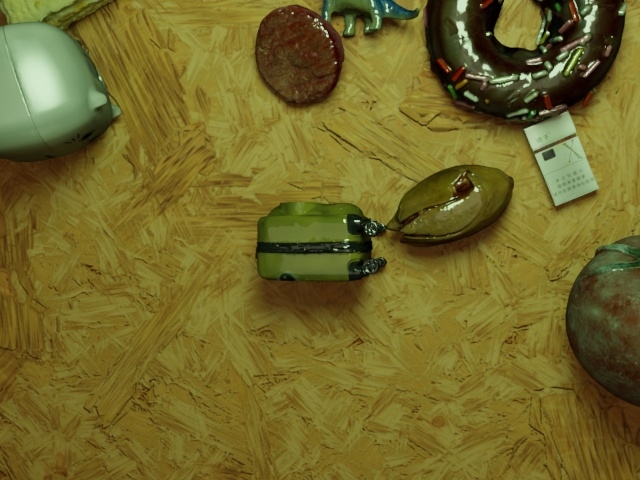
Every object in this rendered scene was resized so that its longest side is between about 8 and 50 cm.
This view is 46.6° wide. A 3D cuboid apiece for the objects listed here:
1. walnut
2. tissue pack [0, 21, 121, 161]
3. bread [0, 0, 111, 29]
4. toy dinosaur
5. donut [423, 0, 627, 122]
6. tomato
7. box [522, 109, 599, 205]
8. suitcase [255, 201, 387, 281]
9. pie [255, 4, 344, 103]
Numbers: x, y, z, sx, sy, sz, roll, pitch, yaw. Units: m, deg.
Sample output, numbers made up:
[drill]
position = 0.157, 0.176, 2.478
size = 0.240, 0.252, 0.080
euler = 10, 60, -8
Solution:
[walnut]
position = 0.236, -0.063, 1.361
size = 0.245, 0.137, 0.137
euler = -23, 96, 18
[tissue pack]
position = -0.509, -0.267, 1.353
size = 0.236, 0.333, 0.229
euler = -18, 97, -7
[bread]
position = -0.535, -0.590, 1.381
size = 0.237, 0.165, 0.375
euler = -23, 96, 18
[toy dinosaur]
position = 0.067, -0.466, 1.334
size = 0.248, 0.075, 0.188
euler = 5, 106, 32
[donut]
position = 0.345, -0.337, 1.289
size = 0.345, 0.136, 0.259
euler = 6, 98, 11
[tomato]
position = 0.577, 0.130, 1.242
size = 0.317, 0.316, 0.282
euler = -5, 118, 11
[box]
position = 0.437, -0.150, 1.352
size = 0.084, 0.040, 0.154
euler = -23, 97, 14
[suitcase]
position = 0.000, 0.000, 1.382
size = 0.235, 0.194, 0.143
euler = 0, 92, 10
[pie]
position = -0.041, -0.342, 1.368
size = 0.182, 0.049, 0.182
euler = 13, 122, 21
